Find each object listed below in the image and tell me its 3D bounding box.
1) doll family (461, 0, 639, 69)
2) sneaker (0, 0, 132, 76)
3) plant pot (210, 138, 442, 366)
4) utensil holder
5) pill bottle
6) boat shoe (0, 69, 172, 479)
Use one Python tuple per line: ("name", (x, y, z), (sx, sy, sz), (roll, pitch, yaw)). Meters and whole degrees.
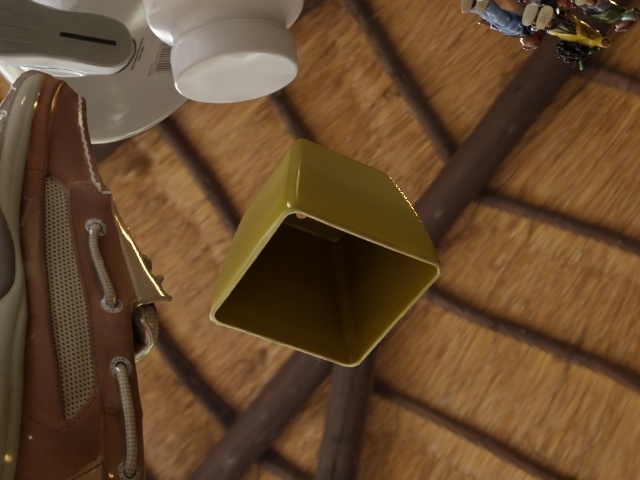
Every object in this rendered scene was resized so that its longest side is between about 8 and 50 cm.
("doll family", (0.232, -0.224, 1.095), (0.193, 0.111, 0.076), (35, -74, 47))
("sneaker", (-0.342, -0.226, 1.211), (0.091, 0.258, 0.094), (-13, -111, 53))
("plant pot", (0.000, 0.000, 1.365), (0.212, 0.187, 0.212), (20, -50, -22))
("utensil holder", (-0.364, -0.371, 1.539), (0.385, 0.327, 0.328), (49, -38, 27))
("pill bottle", (-0.056, -0.155, 0.576), (0.086, 0.086, 0.152), (-25, -111, 47))
("boat shoe", (-0.147, 0.036, 0.594), (0.116, 0.324, 0.123), (18, -47, -26))
